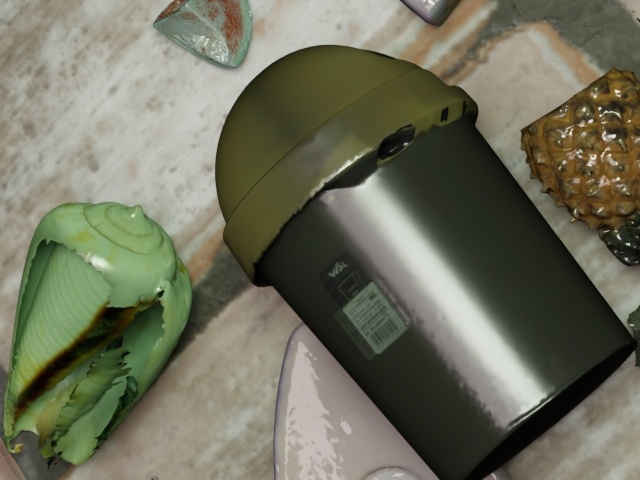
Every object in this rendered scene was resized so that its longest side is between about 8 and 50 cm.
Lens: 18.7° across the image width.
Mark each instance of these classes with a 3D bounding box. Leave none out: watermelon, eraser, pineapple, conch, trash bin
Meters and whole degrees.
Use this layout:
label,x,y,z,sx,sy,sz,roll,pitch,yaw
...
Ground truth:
label,x,y,z,sx,sy,sz,roll,pitch,yaw
watermelon,-0.092,-0.175,1.552,0.085,0.061,0.085,-2,85,24
eraser,0.045,0.171,1.528,0.204,0.059,0.243,-23,89,19
pineapple,0.247,-0.005,1.430,0.111,0.119,0.237,-31,86,-27
conch,-0.185,0.084,1.560,0.143,0.137,0.250,21,100,16
trash bin,0.063,0.001,1.426,0.214,0.214,0.334,-45,77,16

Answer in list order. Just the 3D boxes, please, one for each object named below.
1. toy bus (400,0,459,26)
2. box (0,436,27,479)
label,x,y,z,sx,sy,sz,roll,pitch,yaw
toy bus,0.119,-0.240,1.471,0.057,0.072,0.172,42,106,8
box,-0.296,0.219,1.657,0.089,0.043,0.125,-38,81,18
